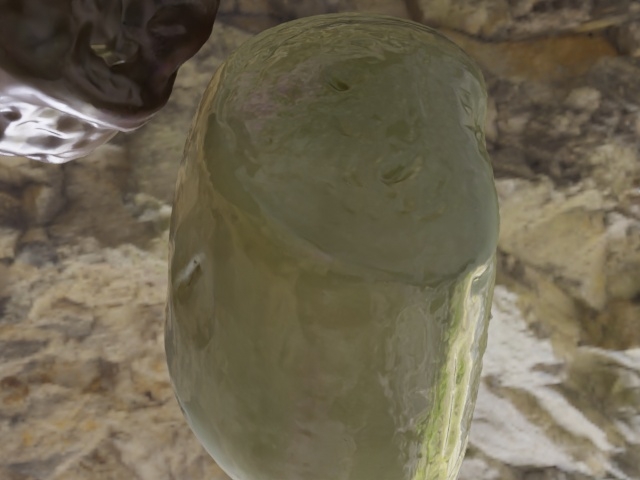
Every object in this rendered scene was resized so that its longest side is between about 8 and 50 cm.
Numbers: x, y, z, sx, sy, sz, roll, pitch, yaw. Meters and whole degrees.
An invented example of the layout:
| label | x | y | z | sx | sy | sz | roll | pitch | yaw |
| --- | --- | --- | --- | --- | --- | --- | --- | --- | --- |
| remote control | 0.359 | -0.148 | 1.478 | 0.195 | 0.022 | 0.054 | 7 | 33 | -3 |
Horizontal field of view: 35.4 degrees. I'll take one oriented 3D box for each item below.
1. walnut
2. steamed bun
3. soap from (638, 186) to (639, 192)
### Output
| label | x | y | z | sx | sy | sz | roll | pitch | yaw |
| --- | --- | --- | --- | --- | --- | --- | --- | --- | --- |
| walnut | -0.209 | -0.181 | 0.748 | 0.273 | 0.227 | 0.273 | -24 | -52 | -35 |
| steamed bun | 0.000 | 0.000 | 0.933 | 0.456 | 0.290 | 0.371 | -87 | 2 | -56 |
| soap | 0.324 | -0.002 | 0.661 | 0.198 | 0.119 | 0.066 | 53 | 157 | 20 |
